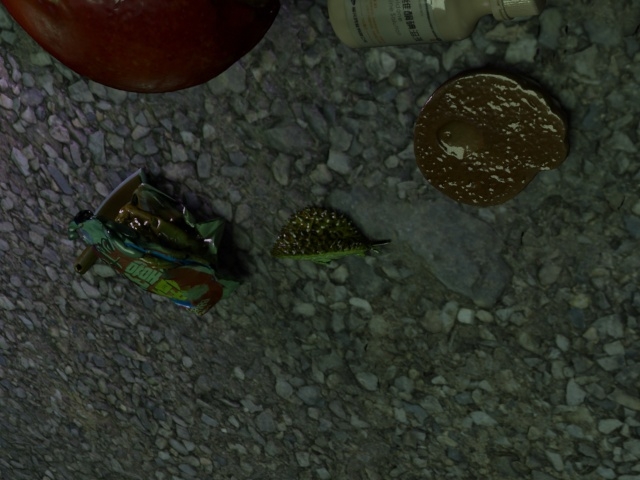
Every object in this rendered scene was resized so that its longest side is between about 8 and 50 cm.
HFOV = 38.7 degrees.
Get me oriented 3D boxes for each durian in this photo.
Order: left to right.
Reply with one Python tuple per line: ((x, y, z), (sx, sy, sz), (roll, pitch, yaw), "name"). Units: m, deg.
((0.000, 0.000, 1.431), (0.215, 0.086, 0.100), (-4, 154, 37), "durian")

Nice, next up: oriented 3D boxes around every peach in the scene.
((-0.243, -0.368, 1.106), (0.310, 0.335, 0.406), (-31, 103, 37), "peach")

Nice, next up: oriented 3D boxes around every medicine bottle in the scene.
((0.139, -0.293, 1.086), (0.252, 0.114, 0.114), (3, 124, 29), "medicine bottle")

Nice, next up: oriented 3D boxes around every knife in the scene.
((-0.389, -0.031, 1.658), (0.061, 0.027, 0.343), (47, 133, -3), "knife")

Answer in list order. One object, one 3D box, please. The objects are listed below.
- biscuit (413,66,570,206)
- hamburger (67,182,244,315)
((0.218, -0.138, 1.196), (0.181, 0.049, 0.208), (42, 133, -3), "biscuit")
((-0.274, -0.002, 1.542), (0.260, 0.150, 0.276), (8, 154, 45), "hamburger")
